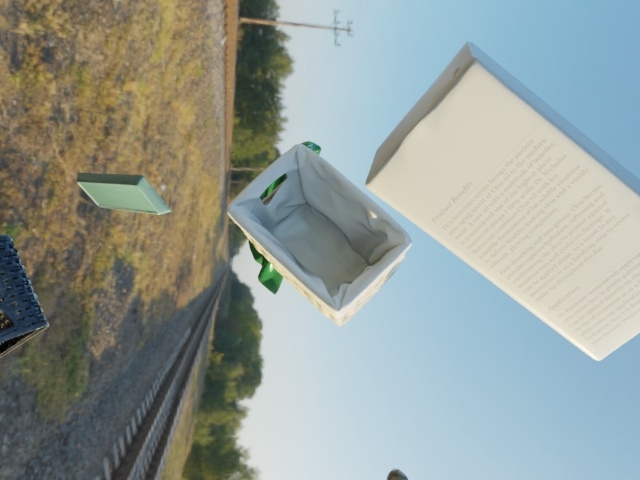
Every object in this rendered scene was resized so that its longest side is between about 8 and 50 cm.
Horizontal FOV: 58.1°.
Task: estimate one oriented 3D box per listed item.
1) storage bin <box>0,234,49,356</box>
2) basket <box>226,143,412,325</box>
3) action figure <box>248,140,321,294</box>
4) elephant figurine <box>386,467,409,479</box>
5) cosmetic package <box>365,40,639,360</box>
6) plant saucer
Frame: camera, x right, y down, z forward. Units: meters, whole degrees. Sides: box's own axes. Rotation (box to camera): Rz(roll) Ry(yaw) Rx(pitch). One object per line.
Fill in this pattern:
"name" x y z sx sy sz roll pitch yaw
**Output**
"storage bin" -0.323 0.071 0.479 0.180 0.122 0.084 -27 -93 44
"basket" 0.000 0.000 0.619 0.113 0.167 0.103 -43 161 -13
"action figure" -0.048 -0.047 0.819 0.137 0.064 0.232 58 -37 30
"elephant figurine" 0.111 0.374 0.729 0.169 0.186 0.239 -76 148 -73
"cosmetic package" 0.318 -0.054 0.855 0.230 0.453 0.161 -49 -171 28
"plant saucer" -0.293 -0.068 0.838 0.018 0.192 0.067 -53 130 -27
